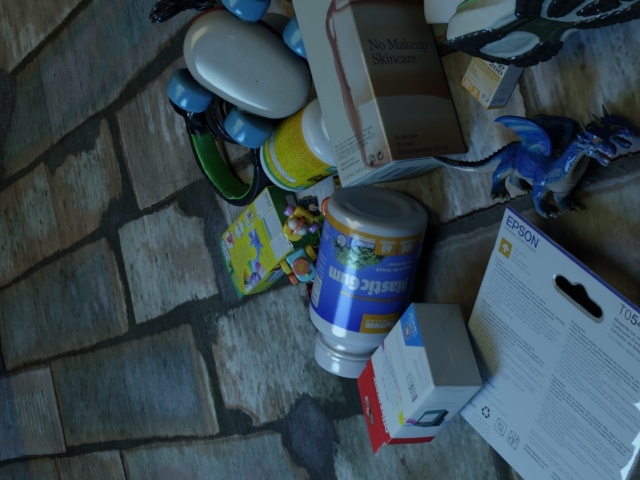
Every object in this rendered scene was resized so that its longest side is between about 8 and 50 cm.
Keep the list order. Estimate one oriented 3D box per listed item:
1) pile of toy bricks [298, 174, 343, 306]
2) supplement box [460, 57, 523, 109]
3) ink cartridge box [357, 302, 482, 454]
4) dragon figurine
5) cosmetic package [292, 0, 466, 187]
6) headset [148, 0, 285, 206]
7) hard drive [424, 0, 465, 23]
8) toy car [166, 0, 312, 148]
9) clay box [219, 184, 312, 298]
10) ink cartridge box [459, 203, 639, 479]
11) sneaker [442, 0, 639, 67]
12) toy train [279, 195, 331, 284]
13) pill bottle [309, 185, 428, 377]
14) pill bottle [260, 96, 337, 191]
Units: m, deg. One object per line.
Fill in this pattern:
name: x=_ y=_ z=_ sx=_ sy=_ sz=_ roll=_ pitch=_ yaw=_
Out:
pile of toy bricks: x=0.008 y=0.002 z=1.837 sx=0.105 sy=0.118 sz=0.212 roll=-103 pitch=3 yaw=-75
supplement box: x=0.234 y=-0.232 z=1.504 sx=0.062 sy=0.036 sz=0.098 roll=52 pitch=136 yaw=34
ink cartridge box: x=0.135 y=0.203 z=1.614 sx=0.231 sy=0.078 sz=0.134 roll=120 pitch=145 yaw=-51
dragon figurine: x=0.272 y=-0.119 z=1.434 sx=0.289 sy=0.085 sz=0.144 roll=28 pitch=119 yaw=48
cosmetic package: x=0.083 y=-0.238 z=1.620 sx=0.129 sy=0.153 sz=0.296 roll=-26 pitch=78 yaw=52
headset: x=-0.190 y=-0.241 z=1.974 sx=0.243 sy=0.185 sz=0.394 roll=26 pitch=130 yaw=49
hard drive: x=0.250 y=-0.387 z=1.442 sx=0.319 sy=0.040 sz=0.210 roll=13 pitch=108 yaw=53
toy car: x=-0.103 y=-0.311 z=1.805 sx=0.219 sy=0.210 sz=0.238 roll=-54 pitch=11 yaw=27
clay box: x=-0.103 y=0.006 z=2.022 sx=0.222 sy=0.053 sz=0.127 roll=-43 pitch=63 yaw=51
ink cartridge box: x=0.316 y=0.168 z=1.450 sx=0.324 sy=0.071 sz=0.330 roll=46 pitch=131 yaw=43
sneaker: x=0.265 y=-0.328 z=1.250 sx=0.410 sy=0.158 sz=0.182 roll=166 pitch=111 yaw=-65
toy train: x=0.000 y=0.000 z=1.757 sx=0.046 sy=0.125 sz=0.166 roll=-102 pitch=20 yaw=-75
pill bottle: x=0.065 y=0.067 z=1.710 sx=0.152 sy=0.152 sz=0.272 roll=37 pitch=126 yaw=45
pill bottle: x=0.001 y=-0.160 z=1.780 sx=0.208 sy=0.118 sz=0.117 roll=-26 pitch=76 yaw=53
